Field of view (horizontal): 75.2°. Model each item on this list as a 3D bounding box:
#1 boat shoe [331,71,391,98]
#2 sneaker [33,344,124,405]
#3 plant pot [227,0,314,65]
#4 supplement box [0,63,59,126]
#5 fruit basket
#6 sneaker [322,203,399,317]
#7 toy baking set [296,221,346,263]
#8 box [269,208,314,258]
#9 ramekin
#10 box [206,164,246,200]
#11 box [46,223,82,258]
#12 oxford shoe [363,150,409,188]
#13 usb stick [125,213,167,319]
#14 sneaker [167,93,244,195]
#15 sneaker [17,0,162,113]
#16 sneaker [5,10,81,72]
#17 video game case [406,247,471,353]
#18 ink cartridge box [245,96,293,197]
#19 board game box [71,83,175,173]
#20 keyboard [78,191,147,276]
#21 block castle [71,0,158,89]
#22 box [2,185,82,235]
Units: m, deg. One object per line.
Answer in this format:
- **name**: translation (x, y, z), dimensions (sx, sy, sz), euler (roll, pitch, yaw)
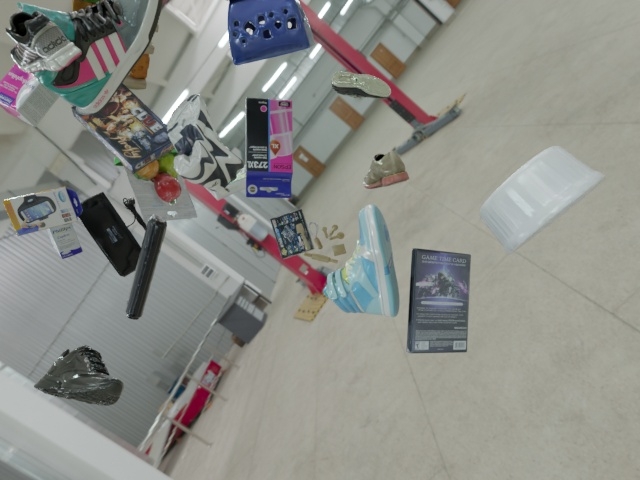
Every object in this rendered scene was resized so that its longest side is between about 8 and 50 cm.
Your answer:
- **boat shoe**: translation (0.157, -0.591, 1.611), dimensions (0.079, 0.233, 0.084), euler (99, -177, -71)
- **sneaker**: translation (-0.580, 0.323, 1.016), dimensions (0.286, 0.109, 0.130), euler (-2, 54, 29)
- **plant pot**: translation (-0.156, -0.663, 1.236), dimensions (0.236, 0.212, 0.236), euler (-10, 26, 7)
- **supplement box**: translation (-0.977, -0.519, 1.410), dimensions (0.220, 0.111, 0.114), euler (-64, 0, -14)
- **fruit basket**: translation (-0.615, -0.236, 1.539), dimensions (0.165, 0.353, 0.327), euler (-15, 3, 16)
- **sneaker**: translation (0.092, 0.067, 1.135), dimensions (0.208, 0.319, 0.127), euler (-6, 14, 21)
- **toy baking set**: translation (0.000, 0.006, 1.973), dimensions (0.030, 0.256, 0.197), euler (100, 180, -66)
- **box**: translation (-0.145, -0.033, 2.139), dimensions (0.175, 0.220, 0.051), euler (-19, -5, 5)
- **ramekin**: translation (0.535, -0.102, 1.035), dimensions (0.277, 0.135, 0.277), euler (-32, -20, -13)
- **box**: translation (-0.460, -0.308, 2.092), dimensions (0.232, 0.058, 0.322), euler (-27, 31, -17)
- **box**: translation (-0.917, -0.024, 1.473), dimensions (0.072, 0.137, 0.126), euler (-26, 33, -34)
- **oxford shoe**: translation (0.248, -0.278, 1.629), dimensions (0.123, 0.130, 0.348), euler (-16, 6, -13)
- **usb stick**: translation (-0.448, 0.068, 1.061), dimensions (0.077, 0.045, 0.278), euler (38, 112, 53)
- **sneaker**: translation (-0.240, -0.195, 0.899), dimensions (0.094, 0.153, 0.235), euler (-31, 55, 11)
- **sneaker**: translation (-0.434, -0.388, 0.754), dimensions (0.295, 0.124, 0.178), euler (-48, -29, 17)
- **sneaker**: translation (-0.413, -0.291, 0.601), dimensions (0.170, 0.075, 0.063), euler (19, 57, 37)
- **video game case**: translation (0.326, 0.166, 1.132), dimensions (0.026, 0.196, 0.274), euler (172, 103, -64)
- **ink cartridge box**: translation (-0.194, -0.347, 1.562), dimensions (0.069, 0.175, 0.371), euler (161, 108, -78)
- **board game box**: translation (-0.544, -0.320, 1.172), dimensions (0.165, 0.243, 0.042), euler (-44, -6, -30)
- **keyboard**: translation (-0.760, -0.040, 1.589), dimensions (0.201, 0.317, 0.033), euler (-34, 14, -22)
- **block castle**: translation (-0.663, -0.734, 1.306), dimensions (0.213, 0.303, 0.453), euler (-10, -28, -39)
- **box**: translation (-0.611, -0.068, 0.924), dimensions (0.136, 0.081, 0.028), euler (-19, 21, -23)
